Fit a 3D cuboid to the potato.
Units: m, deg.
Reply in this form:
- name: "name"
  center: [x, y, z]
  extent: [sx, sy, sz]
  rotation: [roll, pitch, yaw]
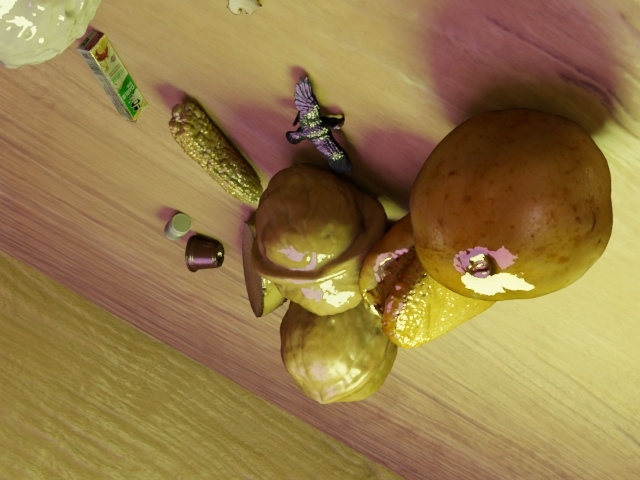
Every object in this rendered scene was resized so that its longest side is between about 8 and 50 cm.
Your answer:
- name: "potato"
  center: [-0.131, 0.063, 1.739]
  extent: [0.115, 0.239, 0.299]
  rotation: [-13, 155, -18]

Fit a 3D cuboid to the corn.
- name: "corn"
  center: [-0.222, -0.179, 1.454]
  extent: [0.086, 0.087, 0.288]
  rotation: [4, 148, 39]

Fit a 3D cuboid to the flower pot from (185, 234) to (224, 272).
- name: "flower pot"
  center: [-0.328, 0.040, 1.972]
  extent: [0.089, 0.111, 0.111]
  rotation: [2, 149, 14]

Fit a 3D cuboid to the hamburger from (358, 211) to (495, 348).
- name: "hamburger"
  center: [0.220, 0.051, 1.255]
  extent: [0.170, 0.314, 0.290]
  rotation: [55, 168, 32]

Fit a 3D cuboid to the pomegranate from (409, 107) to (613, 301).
- name: "pomegranate"
  center: [0.267, -0.047, 0.988]
  extent: [0.307, 0.307, 0.307]
  rotation: [21, 154, 11]

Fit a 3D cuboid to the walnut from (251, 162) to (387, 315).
- name: "walnut"
  center: [0.000, 0.000, 1.355]
  extent: [0.285, 0.285, 0.296]
  rotation: [5, 130, 38]

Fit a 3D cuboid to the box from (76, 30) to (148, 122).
- name: "box"
  center: [-0.422, -0.330, 1.395]
  extent: [0.041, 0.050, 0.207]
  rotation: [18, 154, 25]

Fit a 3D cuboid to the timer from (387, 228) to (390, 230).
- name: "timer"
  center: [0.177, 0.021, 1.497]
  extent: [0.187, 0.055, 0.144]
  rotation: [5, 148, 30]

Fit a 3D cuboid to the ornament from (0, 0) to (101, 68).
- name: "ornament"
  center: [-0.462, -0.422, 0.947]
  extent: [0.337, 0.337, 0.337]
  rotation: [21, 154, 11]

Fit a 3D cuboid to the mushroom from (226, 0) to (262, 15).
- name: "mushroom"
  center: [-0.113, -0.374, 1.053]
  extent: [0.049, 0.019, 0.101]
  rotation: [42, 153, -28]

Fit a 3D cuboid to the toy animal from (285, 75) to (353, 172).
- name: "toy animal"
  center: [-0.007, -0.202, 1.230]
  extent: [0.107, 0.062, 0.220]
  rotation: [9, 143, 34]

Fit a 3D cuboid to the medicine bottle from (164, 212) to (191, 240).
- name: "medicine bottle"
  center: [-0.403, -0.038, 1.925]
  extent: [0.058, 0.058, 0.091]
  rotation: [33, 154, -15]

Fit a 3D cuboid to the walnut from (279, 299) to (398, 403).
- name: "walnut"
  center: [0.047, 0.242, 1.701]
  extent: [0.305, 0.344, 0.306]
  rotation: [13, 148, 8]
